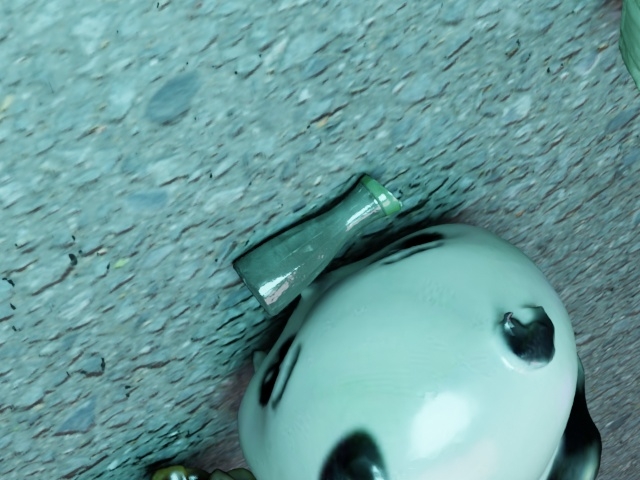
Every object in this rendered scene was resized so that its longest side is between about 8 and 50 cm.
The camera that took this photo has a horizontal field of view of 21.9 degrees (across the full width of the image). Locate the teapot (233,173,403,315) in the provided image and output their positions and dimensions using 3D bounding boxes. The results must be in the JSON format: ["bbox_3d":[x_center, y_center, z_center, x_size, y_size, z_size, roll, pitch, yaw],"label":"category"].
[{"bbox_3d":[0.000,0.000,1.053,0.110,0.043,0.043,-36,156,-4],"label":"teapot"}]

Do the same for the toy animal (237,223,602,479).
[{"bbox_3d":[0.080,0.119,1.156,0.251,0.251,0.310,-36,162,2],"label":"toy animal"}]

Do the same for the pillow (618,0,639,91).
[{"bbox_3d":[0.309,-0.225,0.939,0.322,0.120,0.255,-31,155,-8],"label":"pillow"}]

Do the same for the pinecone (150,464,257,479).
[{"bbox_3d":[-0.085,0.292,1.246,0.246,0.246,0.292,-22,142,-26],"label":"pinecone"}]
